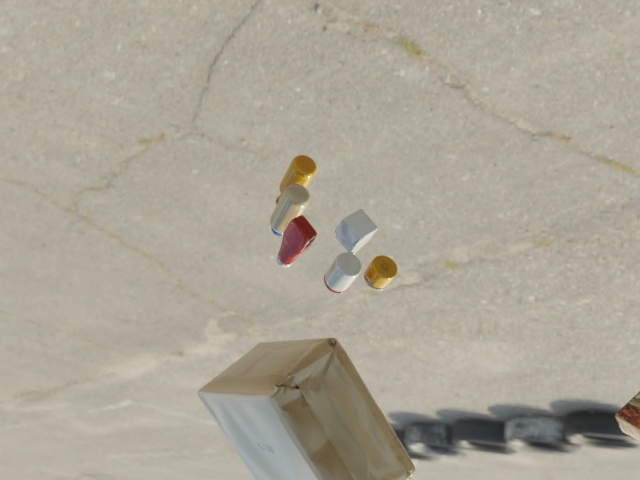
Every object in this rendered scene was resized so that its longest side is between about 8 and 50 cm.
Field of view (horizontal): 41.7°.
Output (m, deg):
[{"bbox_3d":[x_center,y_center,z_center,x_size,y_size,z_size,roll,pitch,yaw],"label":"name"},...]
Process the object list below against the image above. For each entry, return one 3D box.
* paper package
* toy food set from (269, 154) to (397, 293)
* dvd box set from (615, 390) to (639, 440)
[{"bbox_3d":[-0.030,0.344,1.519,0.309,0.168,0.325,59,150,-10],"label":"paper package"},{"bbox_3d":[0.000,0.000,1.225,0.232,0.111,0.104,49,143,12],"label":"toy food set"},{"bbox_3d":[0.855,0.360,1.691,0.062,0.307,0.420,57,168,-27],"label":"dvd box set"}]
